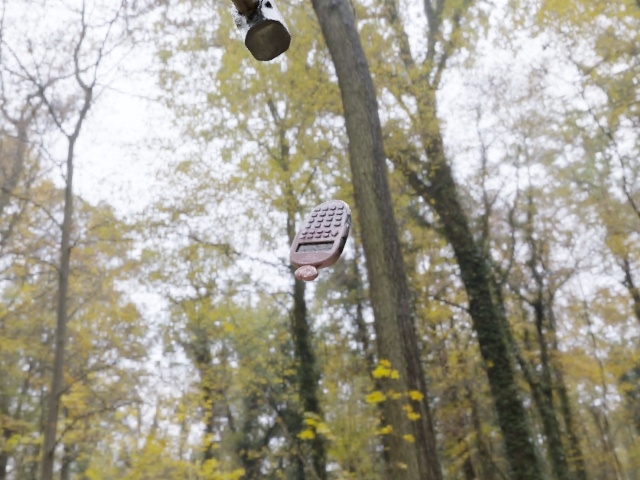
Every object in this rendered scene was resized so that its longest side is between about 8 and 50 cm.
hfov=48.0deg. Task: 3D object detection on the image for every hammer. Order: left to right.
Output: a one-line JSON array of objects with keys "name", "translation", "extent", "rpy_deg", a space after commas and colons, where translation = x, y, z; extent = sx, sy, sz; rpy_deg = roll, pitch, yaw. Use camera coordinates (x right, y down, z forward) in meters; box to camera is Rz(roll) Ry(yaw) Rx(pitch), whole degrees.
[{"name": "hammer", "translation": [-0.139, -0.323, 0.630], "extent": [0.043, 0.111, 0.365], "rpy_deg": [-30, -52, 10]}]

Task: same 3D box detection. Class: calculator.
[{"name": "calculator", "translation": [0.000, 0.000, 1.192], "extent": [0.103, 0.166, 0.024], "rpy_deg": [-3, -38, 35]}]
